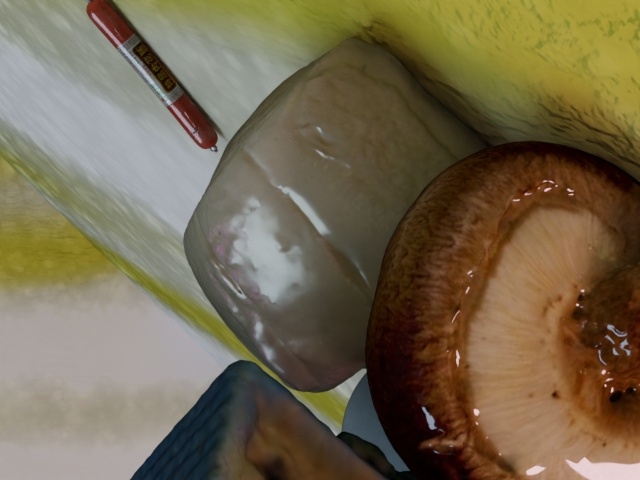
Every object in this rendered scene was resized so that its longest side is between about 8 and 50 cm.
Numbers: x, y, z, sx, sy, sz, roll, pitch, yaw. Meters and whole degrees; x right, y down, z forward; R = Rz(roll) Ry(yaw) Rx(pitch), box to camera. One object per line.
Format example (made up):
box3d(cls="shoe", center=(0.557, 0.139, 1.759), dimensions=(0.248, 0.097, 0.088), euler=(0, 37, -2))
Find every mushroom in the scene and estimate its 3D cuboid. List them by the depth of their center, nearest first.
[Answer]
box3d(cls="mushroom", center=(0.171, 0.072, 0.639), dimensions=(0.297, 0.278, 0.163), euler=(56, -174, -4))

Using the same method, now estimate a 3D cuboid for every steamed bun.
box3d(cls="steamed bun", center=(-0.003, 0.003, 0.866), dimensions=(0.247, 0.236, 0.383), euler=(44, 164, 1))

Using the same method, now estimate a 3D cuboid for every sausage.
box3d(cls="sausage", center=(-0.209, -0.207, 1.185), dimensions=(0.253, 0.034, 0.034), euler=(49, 163, -23))

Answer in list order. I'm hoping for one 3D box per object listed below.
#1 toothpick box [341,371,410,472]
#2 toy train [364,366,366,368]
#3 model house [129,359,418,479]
box3d(cls="toothpick box", center=(0.157, 0.248, 1.062), dimensions=(0.263, 0.263, 0.354), euler=(48, 165, -15))
box3d(cls="toy train", center=(0.019, 0.079, 1.116), dimensions=(0.136, 0.228, 0.091), euler=(5, 122, 23))
box3d(cls="model house", center=(0.005, 0.277, 0.703), dimensions=(0.382, 0.335, 0.343), euler=(9, -141, -47))
